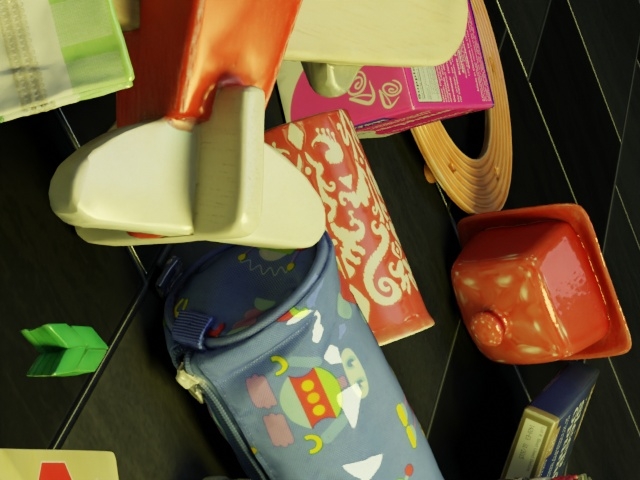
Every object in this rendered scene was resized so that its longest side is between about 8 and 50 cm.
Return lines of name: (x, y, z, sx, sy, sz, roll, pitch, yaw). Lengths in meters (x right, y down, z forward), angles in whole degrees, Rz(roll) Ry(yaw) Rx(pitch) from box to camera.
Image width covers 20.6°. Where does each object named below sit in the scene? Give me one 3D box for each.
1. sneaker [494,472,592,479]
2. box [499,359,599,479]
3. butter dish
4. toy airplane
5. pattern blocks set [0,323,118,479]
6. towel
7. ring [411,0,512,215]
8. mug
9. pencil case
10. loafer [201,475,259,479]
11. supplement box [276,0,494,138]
sneaker: (0.190, 0.314, 1.528, 0.121, 0.112, 0.299, -71, 154, -52)
box: (0.211, 0.193, 1.642, 0.225, 0.036, 0.136, -29, 138, -67)
butter dish: (0.183, 0.059, 1.637, 0.118, 0.160, 0.160, -33, 108, -41)
toy airplane: (-0.086, -0.179, 1.032, 0.384, 0.272, 0.386, -42, 134, -22)
pattern blocks set: (-0.130, 0.191, 0.839, 0.285, 0.026, 0.325, 34, 47, -62)
towel: (-0.177, -0.108, 0.861, 0.023, 0.152, 0.113, -139, -146, -74)
ring: (0.116, -0.183, 1.736, 0.336, 0.032, 0.337, 44, 39, -50)
mug: (-0.007, 0.002, 1.285, 0.113, 0.150, 0.169, -18, 89, -31)
pencil case: (0.002, 0.135, 1.168, 0.133, 0.119, 0.306, -38, 120, -20)
loafer: (-0.005, 0.258, 1.118, 0.251, 0.087, 0.094, 66, 25, -22)
supplement box: (0.052, -0.149, 1.462, 0.220, 0.111, 0.114, -8, 85, -67)
